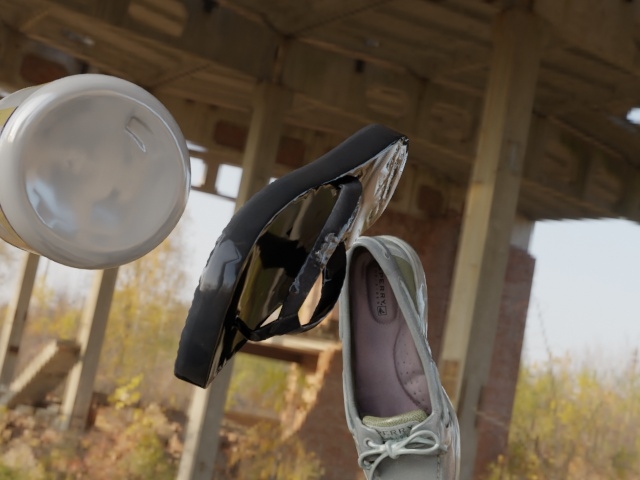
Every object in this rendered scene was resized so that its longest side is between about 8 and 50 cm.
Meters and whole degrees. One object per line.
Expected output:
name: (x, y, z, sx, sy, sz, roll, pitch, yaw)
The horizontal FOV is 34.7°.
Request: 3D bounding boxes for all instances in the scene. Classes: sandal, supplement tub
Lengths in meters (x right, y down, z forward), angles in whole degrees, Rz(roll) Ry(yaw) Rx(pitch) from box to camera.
sandal: (0.000, -0.001, 0.613, 0.054, 0.254, 0.097, 28, -49, 16)
supplement tub: (-0.335, -0.092, 1.364, 0.241, 0.241, 0.331, 15, -3, -28)

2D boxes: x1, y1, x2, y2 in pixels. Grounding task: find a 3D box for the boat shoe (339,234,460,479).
boat shoe: (0.075, 0.152, 1.092, 0.118, 0.320, 0.103, -7, -3, 19)
